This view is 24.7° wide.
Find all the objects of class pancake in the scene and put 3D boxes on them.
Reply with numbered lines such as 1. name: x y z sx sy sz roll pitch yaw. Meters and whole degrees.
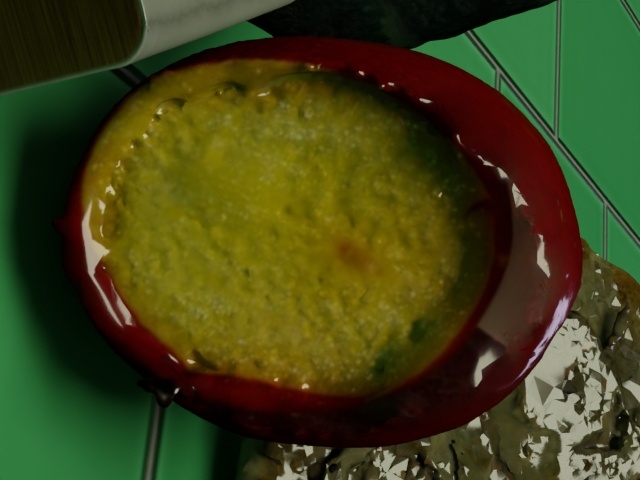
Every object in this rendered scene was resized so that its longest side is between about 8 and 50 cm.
1. pancake: 0.105 0.179 0.795 0.382 0.071 0.382 10 71 -30

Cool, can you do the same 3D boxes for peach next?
1. peach: 0.000 0.000 0.644 0.226 0.190 0.196 10 46 -39

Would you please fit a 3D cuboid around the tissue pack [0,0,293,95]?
1. tissue pack: -0.123 -0.180 0.526 0.136 0.159 0.246 -33 111 -61

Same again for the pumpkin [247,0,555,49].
1. pumpkin: -0.015 -0.221 0.683 0.263 0.196 0.293 -34 104 -64
